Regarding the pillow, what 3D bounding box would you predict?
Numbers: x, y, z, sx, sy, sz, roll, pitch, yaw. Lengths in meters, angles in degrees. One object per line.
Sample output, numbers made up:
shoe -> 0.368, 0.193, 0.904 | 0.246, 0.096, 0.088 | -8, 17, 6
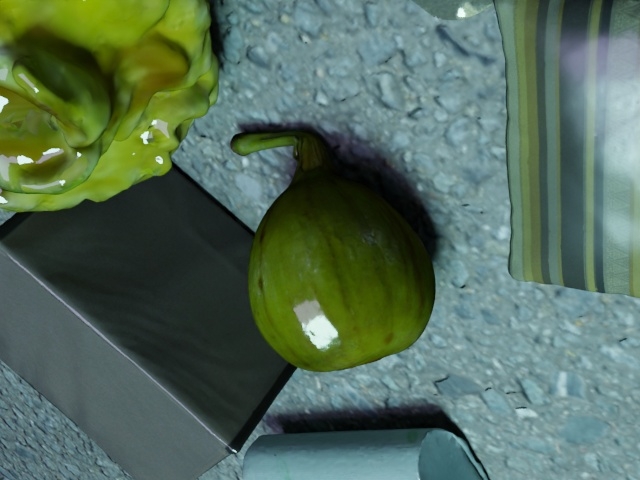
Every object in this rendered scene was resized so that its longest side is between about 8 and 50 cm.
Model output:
pillow -> 0.209, -0.047, 0.556 | 0.212, 0.052, 0.208 | 9, 126, 27

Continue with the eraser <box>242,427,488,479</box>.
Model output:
eraser -> 0.053, 0.256, 0.898 | 0.227, 0.081, 0.174 | -14, 116, 41

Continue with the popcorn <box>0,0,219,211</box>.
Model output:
popcorn -> -0.195, -0.138, 0.645 | 0.224, 0.270, 0.258 | 38, -178, 9

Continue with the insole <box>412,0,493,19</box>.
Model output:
insole -> 0.024, -0.237, 0.562 | 0.081, 0.011, 0.248 | -26, 107, 44

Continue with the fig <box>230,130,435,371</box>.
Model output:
fig -> 0.013, 0.007, 0.706 | 0.142, 0.186, 0.148 | 8, 171, -26

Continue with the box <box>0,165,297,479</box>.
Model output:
box -> -0.151, 0.066, 0.812 | 0.252, 0.188, 0.153 | 40, 137, -2
